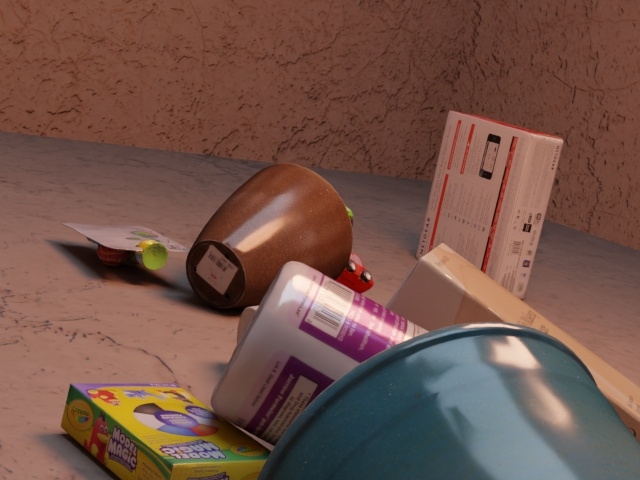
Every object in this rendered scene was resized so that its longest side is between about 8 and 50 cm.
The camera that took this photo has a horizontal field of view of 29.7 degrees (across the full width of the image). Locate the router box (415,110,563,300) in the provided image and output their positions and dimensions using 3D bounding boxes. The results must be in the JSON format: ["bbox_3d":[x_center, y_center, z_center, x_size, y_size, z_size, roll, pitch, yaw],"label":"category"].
[{"bbox_3d":[0.341,-0.081,2.495,0.082,0.336,0.301,7,12,-29],"label":"router box"}]

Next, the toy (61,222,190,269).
[{"bbox_3d":[-0.309,0.014,1.907,0.136,0.056,0.237,3,6,-32],"label":"toy"}]

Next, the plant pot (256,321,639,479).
[{"bbox_3d":[0.122,0.230,0.721,0.271,0.272,0.255,8,25,-29],"label":"plant pot"}]

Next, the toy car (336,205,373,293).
[{"bbox_3d":[0.000,0.000,2.008,0.239,0.225,0.053,10,53,-15],"label":"toy car"}]

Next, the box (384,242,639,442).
[{"bbox_3d":[0.216,0.147,1.366,0.311,0.121,0.148,37,15,7],"label":"box"}]

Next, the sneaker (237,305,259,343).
[{"bbox_3d":[0.053,0.145,1.428,0.236,0.130,0.323,5,7,-22],"label":"sneaker"}]

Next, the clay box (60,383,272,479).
[{"bbox_3d":[-0.133,0.195,1.127,0.127,0.053,0.222,6,11,-42],"label":"clay box"}]

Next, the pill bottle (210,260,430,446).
[{"bbox_3d":[0.061,0.159,1.162,0.301,0.169,0.169,29,9,-3],"label":"pill bottle"}]

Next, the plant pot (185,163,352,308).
[{"bbox_3d":[-0.098,0.014,1.849,0.215,0.215,0.230,18,25,25],"label":"plant pot"}]
